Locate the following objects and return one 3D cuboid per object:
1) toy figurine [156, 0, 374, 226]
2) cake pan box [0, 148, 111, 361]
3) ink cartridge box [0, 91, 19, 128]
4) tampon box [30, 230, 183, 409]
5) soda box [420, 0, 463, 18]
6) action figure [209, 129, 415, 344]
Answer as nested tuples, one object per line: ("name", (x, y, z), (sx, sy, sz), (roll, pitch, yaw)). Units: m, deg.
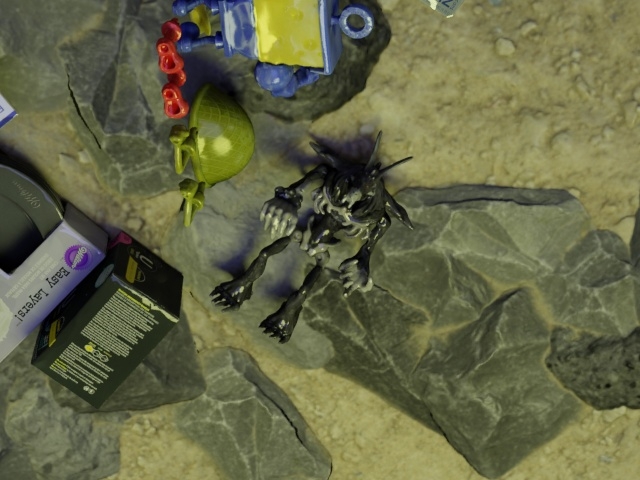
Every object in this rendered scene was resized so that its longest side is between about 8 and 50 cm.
("toy figurine", (-0.050, -0.199, 1.548), (0.217, 0.191, 0.362), (-1, 121, 7))
("cake pan box", (-0.421, 0.012, 1.720), (0.267, 0.070, 0.246), (-42, 112, 14))
("ink cartridge box", (-0.511, -0.238, 1.583), (0.176, 0.069, 0.371), (-35, 104, 13))
("tampon box", (-0.254, 0.094, 1.735), (0.101, 0.120, 0.161), (37, 108, -18))
("soda box", (0.044, -0.358, 1.551), (0.286, 0.098, 0.091), (29, 112, -14))
("action figure", (0.000, 0.000, 1.694), (0.164, 0.141, 0.275), (37, 110, -5))
